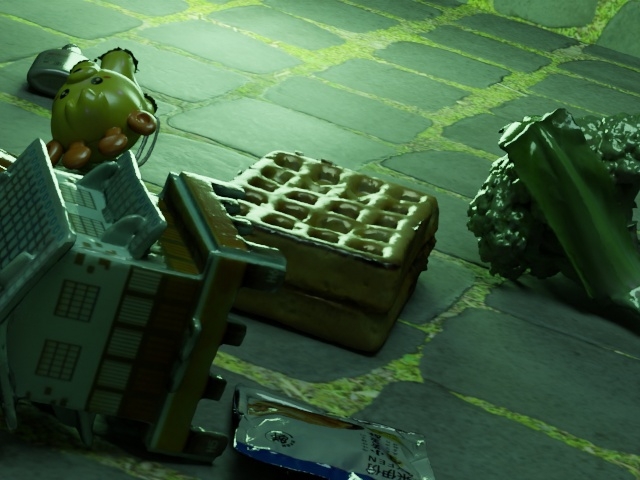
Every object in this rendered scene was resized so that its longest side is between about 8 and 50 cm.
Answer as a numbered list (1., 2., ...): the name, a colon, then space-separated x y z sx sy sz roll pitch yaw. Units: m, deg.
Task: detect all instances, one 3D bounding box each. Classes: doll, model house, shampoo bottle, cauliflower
1. doll: -0.250 -0.135 2.035 0.143 0.135 0.221 -18 25 5
2. model house: -0.168 0.044 1.412 0.215 0.198 0.224 12 20 -20
3. shampoo bottle: -0.334 -0.224 2.329 0.080 0.040 0.165 12 18 -5
4. cauliflower: 0.303 -0.013 2.018 0.256 0.239 0.315 -13 64 -31

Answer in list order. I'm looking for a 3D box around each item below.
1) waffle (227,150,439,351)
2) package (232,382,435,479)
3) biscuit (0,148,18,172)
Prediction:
1. waffle: 0.000 0.000 1.843 0.224 0.098 0.328 18 17 7
2. package: 0.011 0.165 1.448 0.171 0.027 0.173 17 9 -6
3. biscuit: -0.380 -0.085 1.649 0.455 0.078 0.350 23 0 24
